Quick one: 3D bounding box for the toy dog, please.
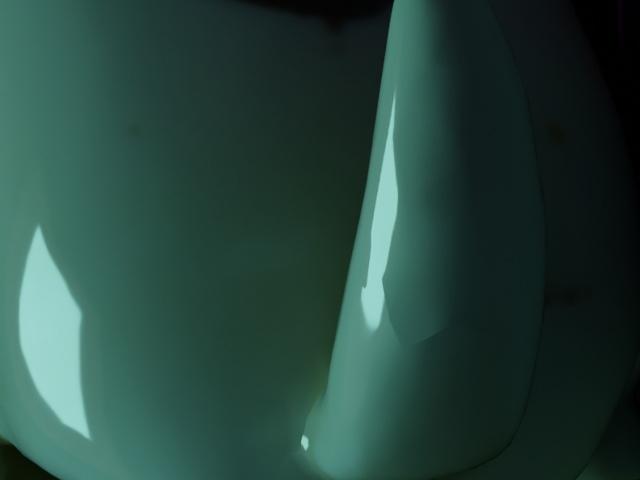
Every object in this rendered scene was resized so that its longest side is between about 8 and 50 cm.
[{"bbox_3d":[-0.050,-0.105,0.591,0.395,0.284,0.408,93,168,-81],"label":"toy dog"}]
